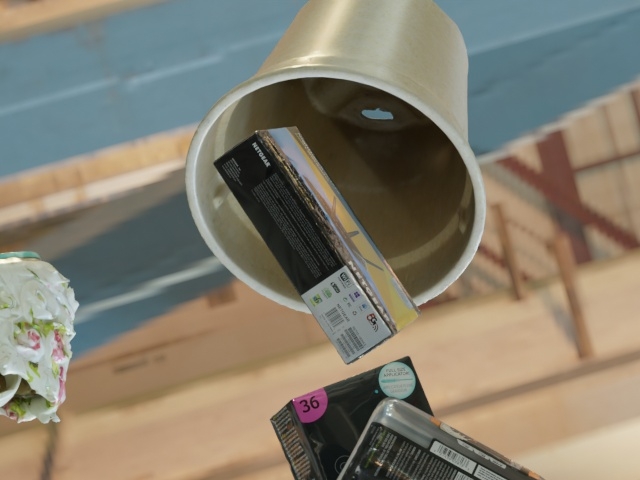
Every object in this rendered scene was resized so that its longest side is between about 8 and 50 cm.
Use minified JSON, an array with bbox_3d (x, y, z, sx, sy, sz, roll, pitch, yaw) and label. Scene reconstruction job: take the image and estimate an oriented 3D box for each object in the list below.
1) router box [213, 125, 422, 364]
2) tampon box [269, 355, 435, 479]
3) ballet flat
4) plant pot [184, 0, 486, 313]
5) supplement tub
[{"bbox_3d":[0.000,0.000,1.476,0.179,0.046,0.133,56,13,2],"label":"router box"},{"bbox_3d":[0.046,0.204,1.771,0.161,0.120,0.101,67,-18,9],"label":"tampon box"},{"bbox_3d":[-0.210,0.053,0.806,0.091,0.241,0.077,129,-50,-60],"label":"ballet flat"},{"bbox_3d":[0.043,-0.133,2.259,0.305,0.333,0.334,-72,155,-52],"label":"plant pot"},{"bbox_3d":[0.108,0.217,1.589,0.190,0.117,0.117,29,-5,3],"label":"supplement tub"}]
